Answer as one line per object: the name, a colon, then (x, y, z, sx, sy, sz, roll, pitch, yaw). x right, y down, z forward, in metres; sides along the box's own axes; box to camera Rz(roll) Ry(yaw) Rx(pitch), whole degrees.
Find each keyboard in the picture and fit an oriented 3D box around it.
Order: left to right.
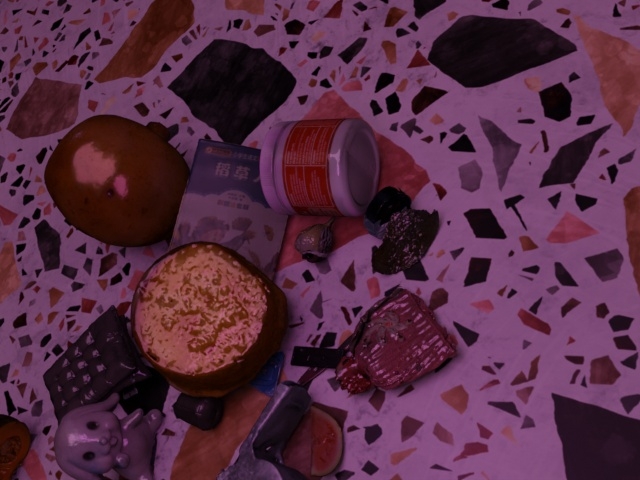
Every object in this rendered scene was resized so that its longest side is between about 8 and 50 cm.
keyboard: (-0.008, 0.291, 1.869, 0.155, 0.010, 0.053, -1, 64, 35)

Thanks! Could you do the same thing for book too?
book: (-0.240, -0.061, 2.067, 0.300, 0.039, 0.428, 11, 73, 4)

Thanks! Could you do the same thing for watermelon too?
watermelon: (0.000, 0.478, 1.763, 0.069, 0.087, 0.163, -37, 45, 51)

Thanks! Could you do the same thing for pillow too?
pillow: (-0.626, 0.368, 2.066, 0.326, 0.101, 0.228, -42, 54, 12)

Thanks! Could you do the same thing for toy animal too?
toy animal: (-0.537, 0.502, 1.897, 0.174, 0.289, 0.249, -9, 43, 23)
toy animal: (0.000, 0.000, 1.973, 0.137, 0.098, 0.098, -32, 56, -13)

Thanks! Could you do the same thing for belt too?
belt: (0.170, -0.070, 1.909, 0.140, 0.105, 0.058, -54, 41, 1)

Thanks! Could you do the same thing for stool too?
stool: (-0.310, 0.427, 1.914, 0.110, 0.096, 0.096, 11, 72, 33)

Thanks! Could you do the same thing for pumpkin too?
pumpkin: (-0.980, 0.613, 2.056, 0.232, 0.242, 0.325, 14, 69, 21)

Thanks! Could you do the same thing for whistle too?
whistle: (-0.127, 0.530, 1.735, 0.188, 0.168, 0.405, -8, 65, 21)

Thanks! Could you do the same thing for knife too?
knife: (0.025, 0.289, 1.865, 0.247, 0.018, 0.035, -39, 56, 5)

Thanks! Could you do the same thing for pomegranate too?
pomegranate: (-0.563, -0.174, 2.151, 0.416, 0.416, 0.416, -10, 63, 21)

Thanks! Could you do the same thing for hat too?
hat: (0.153, 0.253, 1.768, 0.286, 0.107, 0.237, -37, 47, 0)

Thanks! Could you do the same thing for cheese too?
cheese: (-0.212, 0.331, 1.935, 0.244, 0.052, 0.135, 3, 68, 25)

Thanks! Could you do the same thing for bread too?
bread: (-0.287, 0.186, 1.861, 0.398, 0.215, 0.398, -2, 70, 5)

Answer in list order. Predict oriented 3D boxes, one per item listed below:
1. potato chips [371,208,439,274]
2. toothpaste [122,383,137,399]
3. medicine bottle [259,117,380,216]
potato chips: (0.209, -0.005, 1.875, 0.209, 0.026, 0.142, -27, 94, -1)
toothpaste: (-0.549, 0.343, 2.102, 0.049, 0.031, 0.204, -28, 60, 13)
medicine bottle: (0.004, -0.189, 1.955, 0.241, 0.252, 0.252, 4, 69, 26)
